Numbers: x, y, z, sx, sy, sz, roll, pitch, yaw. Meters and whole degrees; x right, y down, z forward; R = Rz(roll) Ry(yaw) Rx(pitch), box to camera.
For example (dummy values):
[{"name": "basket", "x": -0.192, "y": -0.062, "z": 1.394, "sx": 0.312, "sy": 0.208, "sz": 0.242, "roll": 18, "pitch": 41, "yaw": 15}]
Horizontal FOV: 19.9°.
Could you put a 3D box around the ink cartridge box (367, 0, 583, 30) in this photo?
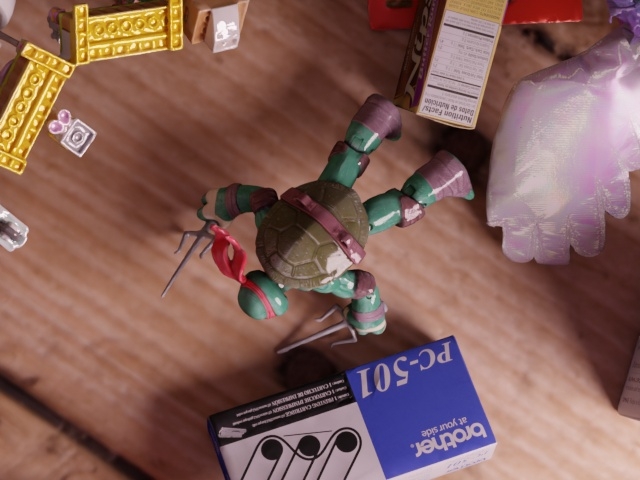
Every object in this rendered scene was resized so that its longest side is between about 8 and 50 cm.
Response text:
[{"name": "ink cartridge box", "x": 0.125, "y": -0.295, "z": 1.481, "sx": 0.189, "sy": 0.066, "sz": 0.232, "roll": -4, "pitch": 83, "yaw": -9}]

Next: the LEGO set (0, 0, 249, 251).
[{"name": "LEGO set", "x": -0.198, "y": -0.135, "z": 1.420, "sx": 0.287, "sy": 0.107, "sz": 0.132, "roll": -46, "pitch": 128, "yaw": -13}]

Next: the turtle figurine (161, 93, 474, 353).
[{"name": "turtle figurine", "x": 0.000, "y": 0.000, "z": 1.419, "sx": 0.234, "sy": 0.118, "sz": 0.175, "roll": -44, "pitch": 93, "yaw": -14}]

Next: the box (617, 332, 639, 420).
[{"name": "box", "x": 0.353, "y": 0.110, "z": 1.424, "sx": 0.181, "sy": 0.182, "sz": 0.119, "roll": 18, "pitch": 86, "yaw": -6}]

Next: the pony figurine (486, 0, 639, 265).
[{"name": "pony figurine", "x": 0.293, "y": -0.128, "z": 1.365, "sx": 0.303, "sy": 0.363, "sz": 0.351, "roll": -12, "pitch": 112, "yaw": -16}]

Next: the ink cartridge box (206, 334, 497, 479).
[{"name": "ink cartridge box", "x": 0.024, "y": 0.154, "z": 1.428, "sx": 0.207, "sy": 0.046, "sz": 0.097, "roll": -17, "pitch": 68, "yaw": -9}]

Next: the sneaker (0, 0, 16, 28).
[{"name": "sneaker", "x": -0.301, "y": -0.295, "z": 1.319, "sx": 0.292, "sy": 0.108, "sz": 0.169, "roll": 45, "pitch": 56, "yaw": -41}]

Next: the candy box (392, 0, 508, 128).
[{"name": "candy box", "x": 0.110, "y": -0.185, "z": 1.426, "sx": 0.053, "sy": 0.109, "sz": 0.187, "roll": 15, "pitch": 97, "yaw": -10}]
